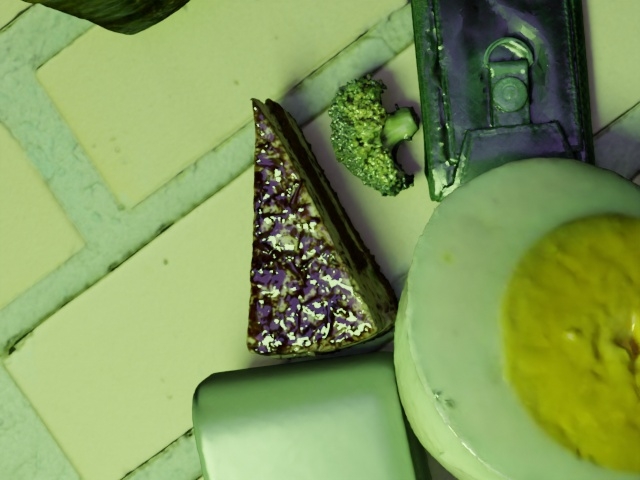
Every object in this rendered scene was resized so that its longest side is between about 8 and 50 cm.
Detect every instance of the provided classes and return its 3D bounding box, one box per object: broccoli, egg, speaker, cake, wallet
[{"bbox_3d":[0.055,-0.097,1.795,0.092,0.095,0.097,-23,48,-7],"label":"broccoli"},{"bbox_3d":[0.198,0.114,1.686,0.337,0.201,0.337,8,59,-13],"label":"egg"},{"bbox_3d":[0.021,0.305,1.740,0.184,0.183,0.406,-12,92,8],"label":"speaker"},{"bbox_3d":[0.005,-0.011,1.789,0.135,0.112,0.246,0,87,10],"label":"cake"},{"bbox_3d":[0.168,-0.157,1.781,0.160,0.055,0.236,-5,88,6],"label":"wallet"}]

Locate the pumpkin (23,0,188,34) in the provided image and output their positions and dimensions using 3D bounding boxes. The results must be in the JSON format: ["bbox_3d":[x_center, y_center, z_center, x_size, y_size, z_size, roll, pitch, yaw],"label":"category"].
[{"bbox_3d":[-0.211,-0.352,1.779,0.256,0.225,0.303,11,93,15],"label":"pumpkin"}]
